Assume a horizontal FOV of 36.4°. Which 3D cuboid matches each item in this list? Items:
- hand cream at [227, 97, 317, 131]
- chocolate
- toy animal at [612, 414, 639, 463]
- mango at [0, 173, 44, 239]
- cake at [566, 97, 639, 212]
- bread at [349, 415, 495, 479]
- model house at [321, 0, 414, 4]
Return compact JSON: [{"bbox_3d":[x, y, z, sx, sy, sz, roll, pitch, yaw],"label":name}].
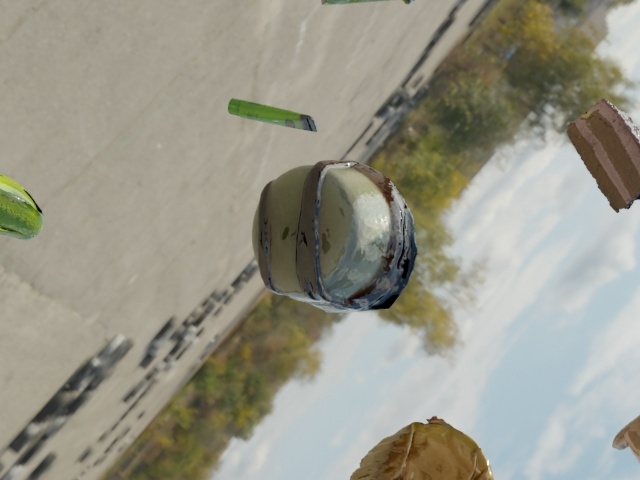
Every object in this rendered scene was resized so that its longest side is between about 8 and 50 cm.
[{"bbox_3d":[-0.063,-0.165,1.277,0.036,0.122,0.023,66,41,-61],"label":"hand cream"},{"bbox_3d":[0.000,0.000,1.650,0.186,0.283,0.283,-8,144,-55],"label":"chocolate"},{"bbox_3d":[0.606,0.335,1.487,0.195,0.256,0.213,13,121,-45],"label":"toy animal"},{"bbox_3d":[-0.487,-0.050,1.471,0.091,0.074,0.165,-45,144,0],"label":"mango"},{"bbox_3d":[0.558,-0.166,1.856,0.116,0.113,0.295,-49,-157,26],"label":"cake"},{"bbox_3d":[0.175,0.439,1.649,0.274,0.274,0.149,-50,161,-28],"label":"bread"},{"bbox_3d":[0.106,-0.437,1.326,0.194,0.211,0.170,112,-27,-69],"label":"model house"}]
